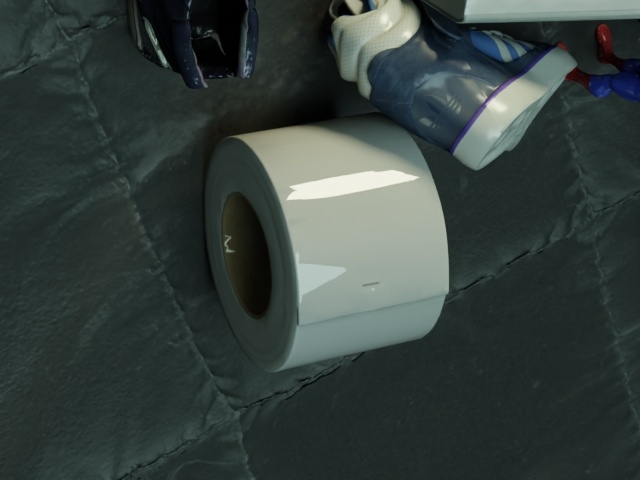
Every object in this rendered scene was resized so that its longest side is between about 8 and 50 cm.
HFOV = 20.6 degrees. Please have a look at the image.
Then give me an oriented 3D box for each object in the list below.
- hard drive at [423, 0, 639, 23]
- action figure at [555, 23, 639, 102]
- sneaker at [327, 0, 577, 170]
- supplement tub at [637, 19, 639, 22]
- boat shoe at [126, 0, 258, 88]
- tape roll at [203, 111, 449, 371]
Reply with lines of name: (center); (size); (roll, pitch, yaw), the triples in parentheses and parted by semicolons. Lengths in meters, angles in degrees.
hard drive: (0.231, -0.273, 1.805); (0.308, 0.203, 0.040); (-5, 117, -26)
action figure: (0.345, -0.194, 1.859); (0.091, 0.280, 0.139); (-26, 123, -15)
sneaker: (0.127, -0.199, 1.840); (0.236, 0.323, 0.130); (38, 114, 7)
supplement tub: (0.415, -0.265, 1.915); (0.117, 0.190, 0.117); (-12, 119, -22)
boat shoe: (-0.119, -0.305, 1.631); (0.127, 0.158, 0.340); (-17, 122, -20)
tape roll: (0.000, 0.000, 1.799); (0.169, 0.246, 0.246); (-11, 119, -22)
